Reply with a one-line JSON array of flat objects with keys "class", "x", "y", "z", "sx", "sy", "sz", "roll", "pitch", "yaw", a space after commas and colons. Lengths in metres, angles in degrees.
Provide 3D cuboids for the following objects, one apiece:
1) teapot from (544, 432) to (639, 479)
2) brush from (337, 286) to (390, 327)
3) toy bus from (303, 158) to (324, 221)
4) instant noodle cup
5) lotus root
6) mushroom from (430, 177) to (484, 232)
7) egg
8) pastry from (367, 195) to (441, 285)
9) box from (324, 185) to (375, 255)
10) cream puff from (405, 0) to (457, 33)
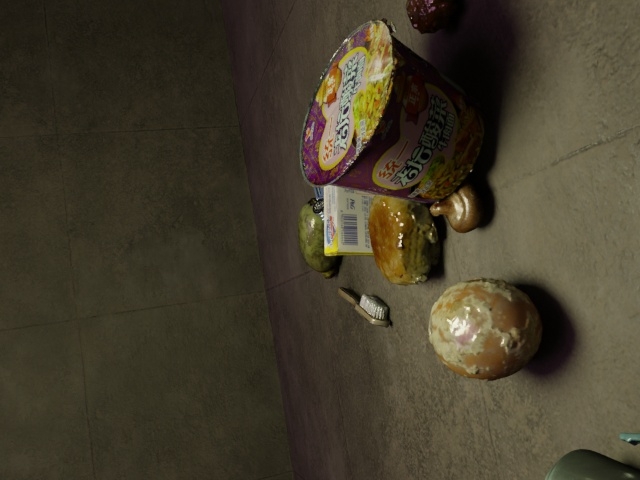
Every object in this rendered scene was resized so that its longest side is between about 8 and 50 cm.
[{"class": "teapot", "x": 0.445, "y": 0.374, "z": 0.754, "sx": 0.225, "sy": 0.170, "sz": 0.203, "roll": -32, "pitch": 36, "yaw": 62}, {"class": "brush", "x": 0.133, "y": 0.188, "z": 1.714, "sx": 0.327, "sy": 0.069, "sz": 0.065, "roll": -148, "pitch": 72, "yaw": -68}, {"class": "toy bus", "x": 0.042, "y": -0.167, "z": 1.682, "sx": 0.125, "sy": 0.133, "sz": 0.292, "roll": 39, "pitch": -151, "yaw": -46}, {"class": "instant noodle cup", "x": 0.151, "y": -0.228, "z": 1.088, "sx": 0.340, "sy": 0.265, "sz": 0.340, "roll": -42, "pitch": 39, "yaw": 47}, {"class": "lotus root", "x": 0.000, "y": 0.000, "z": 1.893, "sx": 0.173, "sy": 0.173, "sz": 0.310, "roll": -134, "pitch": 34, "yaw": -60}, {"class": "mushroom", "x": 0.291, "y": -0.075, "z": 1.126, "sx": 0.109, "sy": 0.084, "sz": 0.126, "roll": -39, "pitch": 58, "yaw": 36}, {"class": "egg", "x": 0.305, "y": 0.164, "z": 1.007, "sx": 0.233, "sy": 0.194, "sz": 0.195, "roll": -7, "pitch": 90, "yaw": 62}, {"class": "pastry", "x": 0.204, "y": -0.013, "z": 1.347, "sx": 0.236, "sy": 0.120, "sz": 0.257, "roll": -146, "pitch": 50, "yaw": -70}, {"class": "box", "x": 0.099, "y": -0.088, "z": 1.498, "sx": 0.097, "sy": 0.168, "sz": 0.265, "roll": 165, "pitch": 104, "yaw": -65}, {"class": "cream puff", "x": 0.236, "y": -0.494, "z": 1.134, "sx": 0.122, "sy": 0.094, "sz": 0.116, "roll": 30, "pitch": 131, "yaw": 38}]
